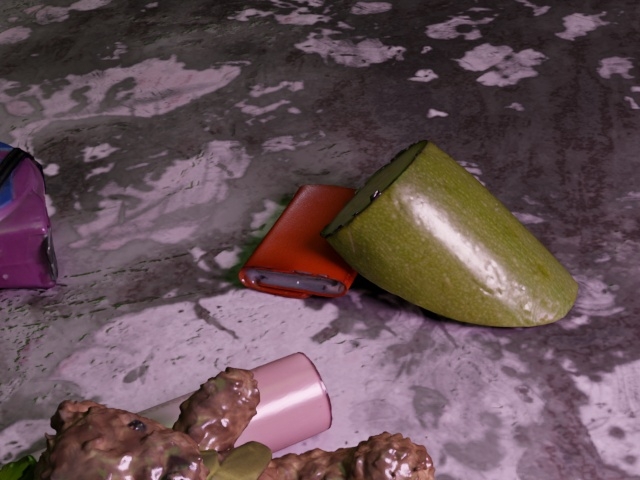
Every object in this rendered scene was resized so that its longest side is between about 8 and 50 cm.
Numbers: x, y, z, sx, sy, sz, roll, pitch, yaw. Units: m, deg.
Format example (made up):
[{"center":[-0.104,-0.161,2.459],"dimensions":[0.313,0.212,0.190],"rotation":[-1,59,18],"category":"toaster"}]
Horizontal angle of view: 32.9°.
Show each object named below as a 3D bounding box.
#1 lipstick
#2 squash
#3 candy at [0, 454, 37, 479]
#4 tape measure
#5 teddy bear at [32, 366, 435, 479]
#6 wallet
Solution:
[{"center":[-0.151,0.203,1.046],"dimensions":[0.327,0.087,0.087],"rotation":[-19,35,-21],"category":"lipstick"},{"center":[0.151,0.023,1.297],"dimensions":[0.189,0.260,0.189],"rotation":[-44,8,8],"category":"squash"},{"center":[-0.333,0.272,0.881],"dimensions":[0.069,0.246,0.149],"rotation":[38,31,-12],"category":"candy"},{"center":[-0.459,-0.020,1.388],"dimensions":[0.231,0.149,0.245],"rotation":[-8,40,-9],"category":"tape measure"},{"center":[-0.068,0.212,0.879],"dimensions":[0.296,0.222,0.246],"rotation":[-6,57,15],"category":"teddy bear"},{"center":[0.000,0.000,1.374],"dimensions":[0.142,0.045,0.204],"rotation":[7,35,19],"category":"wallet"}]
